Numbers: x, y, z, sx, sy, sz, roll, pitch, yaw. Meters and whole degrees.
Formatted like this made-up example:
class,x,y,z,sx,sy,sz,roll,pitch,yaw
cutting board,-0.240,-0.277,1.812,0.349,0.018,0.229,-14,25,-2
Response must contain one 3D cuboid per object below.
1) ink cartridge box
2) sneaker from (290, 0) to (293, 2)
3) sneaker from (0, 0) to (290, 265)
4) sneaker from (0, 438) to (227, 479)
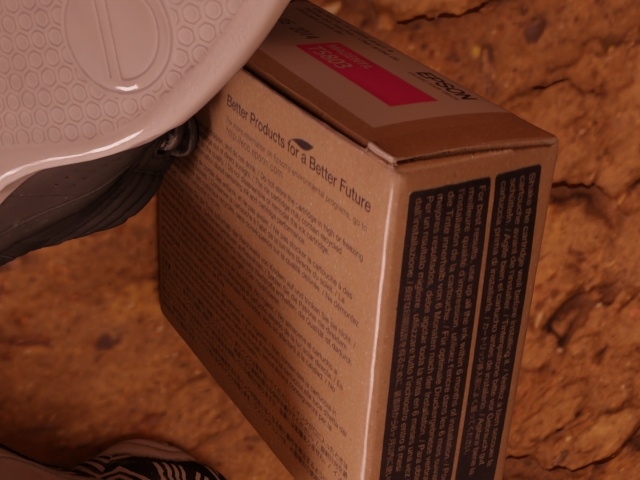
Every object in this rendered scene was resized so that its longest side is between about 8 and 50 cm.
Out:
class,x,y,z,sx,sy,sz,roll,pitch,yaw
ink cartridge box,0.000,0.000,0.556,0.088,0.235,0.193,-11,121,-27
sneaker,-0.096,-0.205,0.425,0.448,0.169,0.257,-8,117,-31
sneaker,-0.088,-0.076,0.475,0.296,0.104,0.147,-33,179,35
sneaker,-0.131,0.198,0.599,0.366,0.210,0.137,32,96,-39
